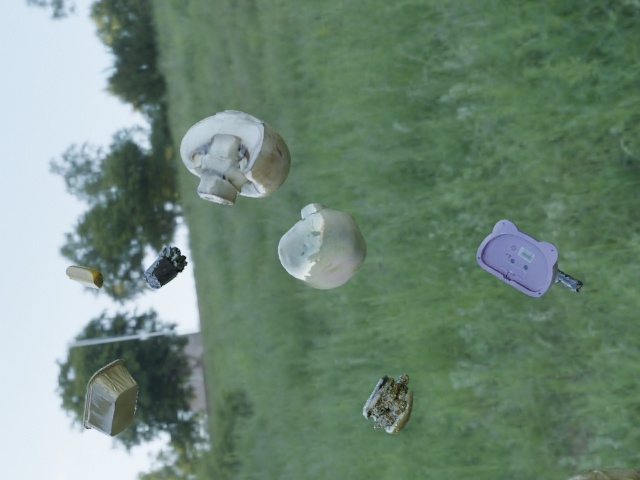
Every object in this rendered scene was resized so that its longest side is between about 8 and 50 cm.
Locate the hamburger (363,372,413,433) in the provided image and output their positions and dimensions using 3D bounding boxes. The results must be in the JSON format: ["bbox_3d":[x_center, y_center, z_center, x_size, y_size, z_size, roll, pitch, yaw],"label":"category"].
[{"bbox_3d":[0.211,0.472,2.346,0.185,0.131,0.159,-61,-7,-2],"label":"hamburger"}]

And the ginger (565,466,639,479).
[{"bbox_3d":[0.677,0.560,1.763,0.190,0.353,0.126,-44,50,45],"label":"ginger"}]

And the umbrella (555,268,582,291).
[{"bbox_3d":[0.664,0.101,2.207,0.144,0.037,0.040,39,141,53],"label":"umbrella"}]

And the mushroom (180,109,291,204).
[{"bbox_3d":[-0.174,-0.162,1.764,0.189,0.253,0.195,29,-106,-47],"label":"mushroom"}]

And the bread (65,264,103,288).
[{"bbox_3d":[-0.672,0.103,2.294,0.062,0.103,0.049,64,-139,-61],"label":"bread"}]

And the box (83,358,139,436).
[{"bbox_3d":[-0.455,0.340,1.719,0.111,0.111,0.177,-90,13,-58],"label":"box"}]

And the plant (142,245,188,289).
[{"bbox_3d":[-0.463,0.083,2.398,0.143,0.094,0.092,-53,-5,-39],"label":"plant"}]

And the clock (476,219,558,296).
[{"bbox_3d":[0.382,0.030,1.517,0.050,0.152,0.110,-9,-54,-56],"label":"clock"}]

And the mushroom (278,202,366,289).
[{"bbox_3d":[0.000,0.000,2.197,0.260,0.253,0.234,-62,41,42],"label":"mushroom"}]
